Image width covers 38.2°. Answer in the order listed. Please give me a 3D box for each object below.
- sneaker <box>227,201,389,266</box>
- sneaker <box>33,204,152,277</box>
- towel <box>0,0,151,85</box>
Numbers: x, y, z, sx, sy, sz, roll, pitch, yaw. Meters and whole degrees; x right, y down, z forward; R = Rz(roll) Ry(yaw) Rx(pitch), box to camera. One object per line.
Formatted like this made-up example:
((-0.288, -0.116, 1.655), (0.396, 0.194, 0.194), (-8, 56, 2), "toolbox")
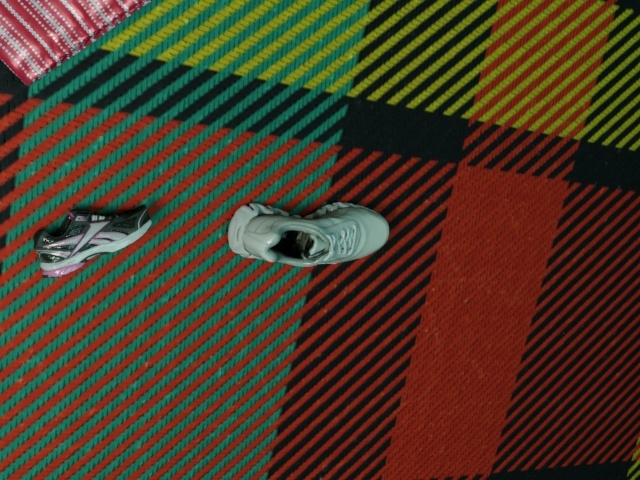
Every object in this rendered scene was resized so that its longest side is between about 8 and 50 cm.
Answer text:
((0.000, 0.000, 1.501), (0.292, 0.118, 0.110), (-3, 106, -32), "sneaker")
((-0.327, -0.015, 1.324), (0.178, 0.072, 0.077), (-30, 109, -27), "sneaker")
((-0.332, -0.334, 1.148), (0.275, 0.031, 0.199), (-30, 120, 16), "towel")
